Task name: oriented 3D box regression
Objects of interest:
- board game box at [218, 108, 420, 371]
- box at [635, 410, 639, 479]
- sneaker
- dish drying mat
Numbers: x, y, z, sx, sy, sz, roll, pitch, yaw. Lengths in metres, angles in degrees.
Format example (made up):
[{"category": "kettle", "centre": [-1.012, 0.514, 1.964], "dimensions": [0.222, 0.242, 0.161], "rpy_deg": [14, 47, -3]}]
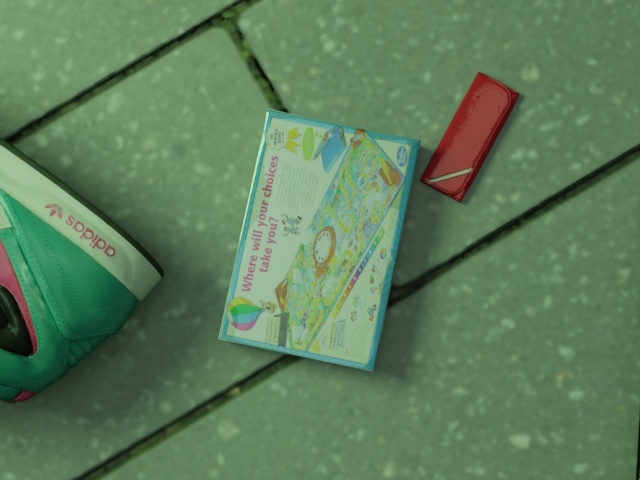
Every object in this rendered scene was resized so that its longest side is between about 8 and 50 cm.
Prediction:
[{"category": "board game box", "centre": [0.000, 0.000, 0.811], "dimensions": [0.103, 0.026, 0.154], "rpy_deg": [12, 87, 2]}, {"category": "box", "centre": [0.352, 0.116, 0.772], "dimensions": [0.295, 0.073, 0.293], "rpy_deg": [4, 85, 2]}, {"category": "sneaker", "centre": [-0.267, 0.004, 0.775], "dimensions": [0.295, 0.124, 0.178], "rpy_deg": [35, 78, 2]}, {"category": "dish drying mat", "centre": [0.099, -0.069, 0.823], "dimensions": [0.032, 0.008, 0.083], "rpy_deg": [29, 87, 4]}]
